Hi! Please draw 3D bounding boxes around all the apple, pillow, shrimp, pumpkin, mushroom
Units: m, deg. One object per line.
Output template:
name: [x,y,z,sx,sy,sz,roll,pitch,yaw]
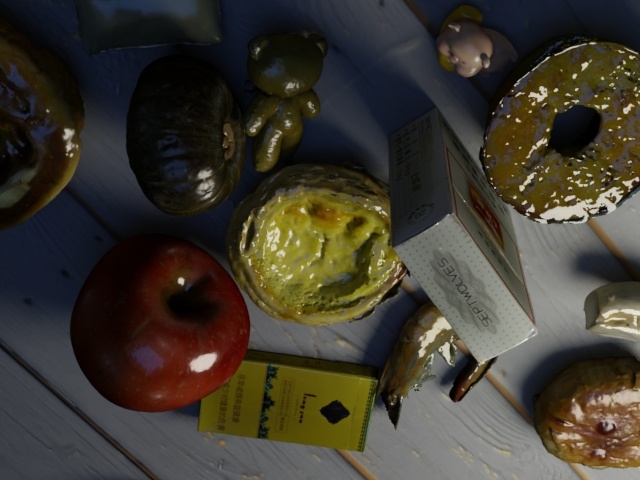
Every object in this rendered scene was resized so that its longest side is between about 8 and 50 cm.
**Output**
apple: [-0.239,0.121,1.722,0.260,0.260,0.216,34,138,-15]
pillow: [-0.236,-0.313,1.593,0.208,0.053,0.119,-6,121,2]
shrimp: [0.187,0.194,1.861,0.173,0.058,0.253,10,118,-13]
pumpkin: [-0.191,-0.143,1.600,0.162,0.219,0.219,-4,119,16]
mushroom: [0.552,0.156,1.788,0.351,0.095,0.122,29,97,-15]

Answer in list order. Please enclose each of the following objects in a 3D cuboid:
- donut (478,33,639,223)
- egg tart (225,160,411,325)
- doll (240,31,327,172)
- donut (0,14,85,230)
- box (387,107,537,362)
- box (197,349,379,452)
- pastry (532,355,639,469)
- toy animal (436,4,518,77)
donut: [0.345,-0.162,1.630,0.272,0.107,0.272,-1,118,-3]
egg tart: [0.000,0.000,1.739,0.279,0.095,0.279,-2,118,-3]
doll: [-0.063,-0.196,1.635,0.137,0.097,0.209,-15,133,-36]
donut: [-0.475,-0.176,1.633,0.330,0.160,0.330,5,129,7]
box: [0.183,-0.015,1.582,0.095,0.330,0.210,-30,113,19]
box: [-0.054,0.257,1.907,0.279,0.041,0.153,8,118,-2]
pastry: [0.451,0.275,1.864,0.218,0.100,0.229,22,119,-10]
toy animal: [0.202,-0.250,1.594,0.114,0.082,0.091,38,115,-18]
